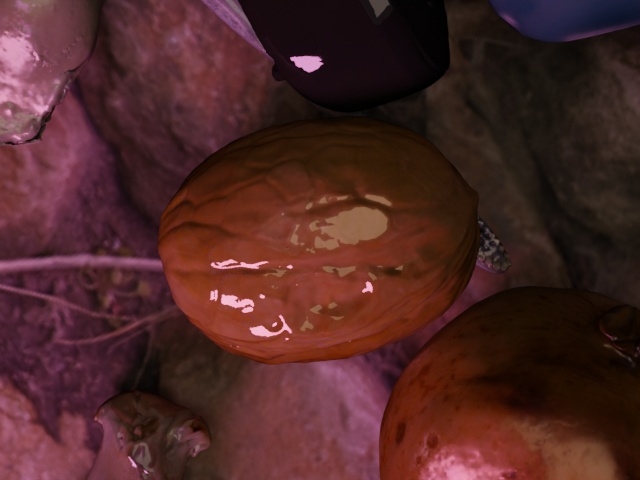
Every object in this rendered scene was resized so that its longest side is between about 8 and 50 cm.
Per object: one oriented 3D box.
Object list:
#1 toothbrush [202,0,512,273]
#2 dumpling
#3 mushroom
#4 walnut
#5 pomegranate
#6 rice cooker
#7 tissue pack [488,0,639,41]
[{"bbox_3d":[-0.009,-0.110,1.076,0.375,0.037,0.028,44,89,-3],"label":"toothbrush"},{"bbox_3d":[-0.200,-0.161,1.024,0.136,0.118,0.199,18,76,-4],"label":"dumpling"},{"bbox_3d":[-0.144,0.211,1.072,0.116,0.093,0.225,31,99,16],"label":"mushroom"},{"bbox_3d":[0.000,0.000,1.020,0.207,0.159,0.159,-14,97,15],"label":"walnut"},{"bbox_3d":[0.150,0.130,1.014,0.215,0.215,0.215,0,96,-3],"label":"pomegranate"},{"bbox_3d":[0.004,-0.176,1.009,0.118,0.142,0.203,-29,76,17],"label":"rice cooker"},{"bbox_3d":[0.161,-0.270,0.975,0.198,0.206,0.287,-13,98,3],"label":"tissue pack"}]
